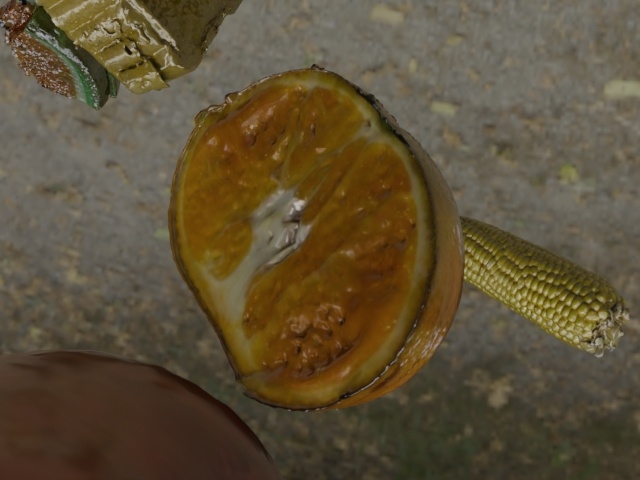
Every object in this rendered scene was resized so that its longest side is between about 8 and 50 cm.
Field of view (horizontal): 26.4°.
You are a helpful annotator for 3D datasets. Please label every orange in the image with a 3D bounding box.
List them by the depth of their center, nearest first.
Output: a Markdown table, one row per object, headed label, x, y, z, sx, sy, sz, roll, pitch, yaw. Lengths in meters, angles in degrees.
| label | x | y | z | sx | sy | sz | roll | pitch | yaw |
| --- | --- | --- | --- | --- | --- | --- | --- | --- | --- |
| orange | 0.000 | 0.004 | 1.204 | 0.274 | 0.310 | 0.274 | -3 | 112 | -7 |

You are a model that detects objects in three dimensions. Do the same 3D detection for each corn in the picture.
| label | x | y | z | sx | sy | sz | roll | pitch | yaw |
| --- | --- | --- | --- | --- | --- | --- | --- | --- | --- |
| corn | 0.285 | 0.051 | 1.874 | 0.305 | 0.106 | 0.106 | 32 | 159 | 32 |

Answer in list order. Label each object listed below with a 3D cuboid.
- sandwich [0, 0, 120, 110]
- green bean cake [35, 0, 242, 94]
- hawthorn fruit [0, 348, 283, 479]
| label | x | y | z | sx | sy | sz | roll | pitch | yaw |
| --- | --- | --- | --- | --- | --- | --- | --- | --- | --- |
| sandwich | -0.389 | -0.284 | 1.980 | 0.159 | 0.079 | 0.235 | 3 | 146 | 13 |
| green bean cake | -0.218 | -0.313 | 1.620 | 0.131 | 0.229 | 0.224 | -18 | 128 | 41 |
| hawthorn fruit | -0.220 | 0.292 | 0.806 | 0.472 | 0.471 | 0.471 | 9 | 147 | 6 |
